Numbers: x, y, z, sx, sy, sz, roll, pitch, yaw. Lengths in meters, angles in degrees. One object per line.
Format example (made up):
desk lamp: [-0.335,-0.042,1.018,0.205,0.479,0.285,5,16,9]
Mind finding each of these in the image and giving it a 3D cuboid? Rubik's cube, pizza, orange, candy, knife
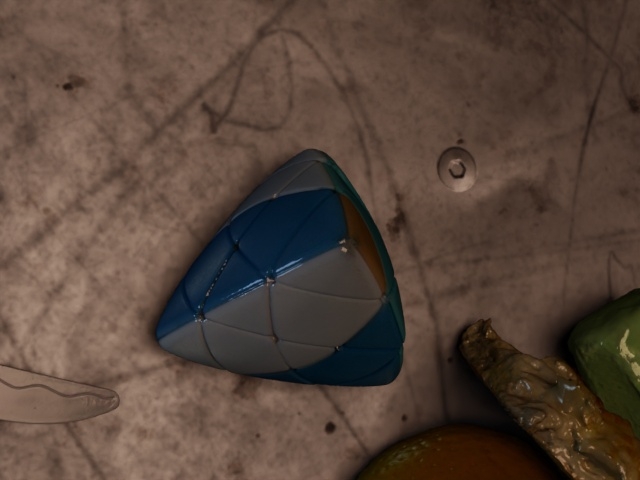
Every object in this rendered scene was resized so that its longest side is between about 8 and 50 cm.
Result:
Rubik's cube: [0.000,0.000,1.088,0.255,0.254,0.254,2,84,-21]
pizza: [0.260,0.197,1.149,0.089,0.223,0.323,-42,82,0]
orange: [0.154,0.354,1.145,0.263,0.196,0.334,-8,95,-8]
candy: [0.388,0.216,1.259,0.142,0.132,0.343,-30,96,-7]
knife: [-0.299,0.127,1.063,0.244,0.032,0.058,23,75,-22]
